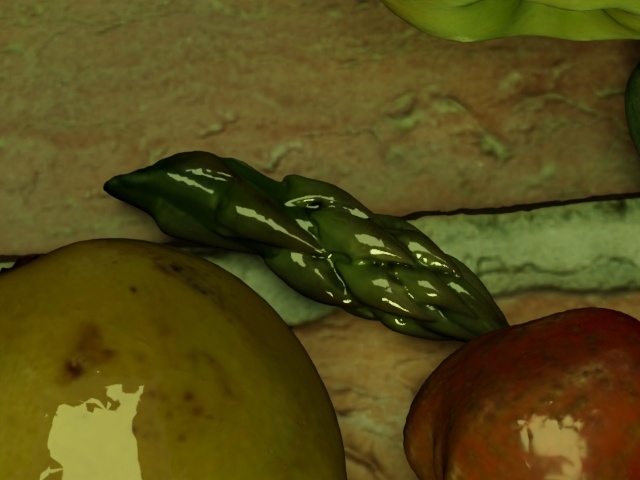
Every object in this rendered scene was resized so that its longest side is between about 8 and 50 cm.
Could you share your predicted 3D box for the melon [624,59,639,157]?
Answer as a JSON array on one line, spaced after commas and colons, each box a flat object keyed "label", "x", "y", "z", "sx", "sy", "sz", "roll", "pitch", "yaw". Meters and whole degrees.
[{"label": "melon", "x": 0.274, "y": -0.065, "z": 1.215, "sx": 0.114, "sy": 0.114, "sz": 0.167, "roll": -40, "pitch": 75, "yaw": -12}]

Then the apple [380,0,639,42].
[{"label": "apple", "x": 0.144, "y": -0.270, "z": 1.181, "sx": 0.338, "sy": 0.338, "sz": 0.305, "roll": -9, "pitch": 92, "yaw": -4}]

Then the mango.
[{"label": "mango", "x": -0.144, "y": 0.215, "z": 1.066, "sx": 0.300, "sy": 0.232, "sz": 0.446, "roll": 9, "pitch": 80, "yaw": -3}]

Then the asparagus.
[{"label": "asparagus", "x": 0.000, "y": 0.000, "z": 1.212, "sx": 0.287, "sy": 0.080, "sz": 0.080, "roll": 27, "pitch": 74, "yaw": 7}]

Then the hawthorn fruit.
[{"label": "hawthorn fruit", "x": 0.149, "y": 0.128, "z": 1.128, "sx": 0.189, "sy": 0.189, "sz": 0.189, "roll": 0, "pitch": 72, "yaw": -1}]
